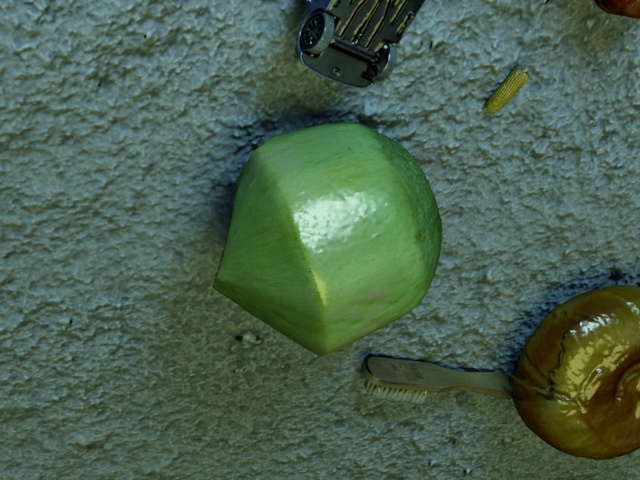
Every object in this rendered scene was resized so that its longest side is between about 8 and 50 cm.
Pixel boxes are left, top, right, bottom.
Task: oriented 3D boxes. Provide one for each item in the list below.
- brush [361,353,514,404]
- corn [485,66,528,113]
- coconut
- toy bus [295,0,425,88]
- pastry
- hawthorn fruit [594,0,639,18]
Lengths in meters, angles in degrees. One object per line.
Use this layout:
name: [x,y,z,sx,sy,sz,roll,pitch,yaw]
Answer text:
brush: [0.212,0.257,1.869,0.327,0.070,0.065,8,123,-26]
corn: [0.273,-0.222,1.549,0.027,0.028,0.083,22,120,-37]
coconut: [0.000,0.000,1.464,0.328,0.281,0.328,-15,126,-21]
toy bus: [0.072,-0.342,1.324,0.125,0.133,0.292,17,117,-34]
pastry: [0.507,0.228,1.872,0.356,0.164,0.356,-9,117,-17]
hawthorn fruit: [0.432,-0.380,1.414,0.172,0.148,0.148,-35,131,-15]
